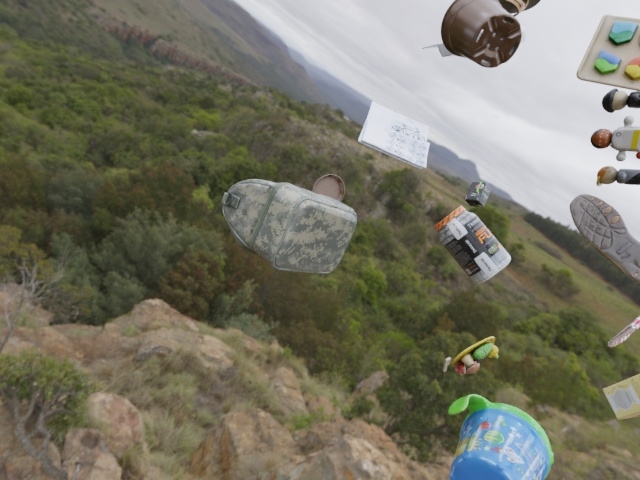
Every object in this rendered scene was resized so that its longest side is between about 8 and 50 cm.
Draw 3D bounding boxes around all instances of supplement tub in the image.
[{"bbox_3d":[0.657,0.015,1.992,0.316,0.193,0.193,52,20,8],"label":"supplement tub"}]

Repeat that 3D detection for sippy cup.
[{"bbox_3d":[0.439,0.565,1.145,0.305,0.240,0.224,28,22,29],"label":"sippy cup"}]

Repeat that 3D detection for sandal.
[{"bbox_3d":[0.528,-0.661,1.280,0.219,0.090,0.060,-12,74,-19],"label":"sandal"}]

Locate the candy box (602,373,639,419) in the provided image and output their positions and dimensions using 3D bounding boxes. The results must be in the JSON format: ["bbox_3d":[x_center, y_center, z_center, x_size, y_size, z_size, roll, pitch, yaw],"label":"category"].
[{"bbox_3d":[0.877,0.341,1.095,0.183,0.316,0.087,-3,58,-16],"label":"candy box"}]

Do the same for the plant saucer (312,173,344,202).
[{"bbox_3d":[0.031,-0.220,2.061,0.168,0.168,0.029,22,9,-35],"label":"plant saucer"}]

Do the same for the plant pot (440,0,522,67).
[{"bbox_3d":[0.412,-0.525,1.153,0.167,0.167,0.165,26,31,-27],"label":"plant pot"}]

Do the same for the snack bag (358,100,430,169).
[{"bbox_3d":[0.354,-0.492,2.091,0.323,0.037,0.342,23,49,-3],"label":"snack bag"}]

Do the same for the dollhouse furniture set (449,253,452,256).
[{"bbox_3d":[0.709,0.025,2.236,0.182,0.161,0.101,46,48,-36],"label":"dollhouse furniture set"}]

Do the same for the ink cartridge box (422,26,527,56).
[{"bbox_3d":[0.662,-0.839,1.951,0.330,0.071,0.324,1,19,44],"label":"ink cartridge box"}]

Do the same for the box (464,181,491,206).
[{"bbox_3d":[0.610,-0.179,1.763,0.052,0.083,0.062,36,-16,-37],"label":"box"}]

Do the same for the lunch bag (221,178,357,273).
[{"bbox_3d":[-0.086,-0.052,1.237,0.256,0.212,0.305,33,14,34],"label":"lunch bag"}]

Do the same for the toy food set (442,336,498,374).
[{"bbox_3d":[0.522,0.409,1.542,0.218,0.128,0.071,-22,54,-15],"label":"toy food set"}]

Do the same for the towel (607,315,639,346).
[{"bbox_3d":[0.892,0.217,1.250,0.029,0.197,0.144,51,-15,31],"label":"towel"}]

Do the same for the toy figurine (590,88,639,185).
[{"bbox_3d":[0.775,-0.255,1.144,0.148,0.209,0.213,16,-24,44],"label":"toy figurine"}]

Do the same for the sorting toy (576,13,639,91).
[{"bbox_3d":[0.843,-0.513,1.238,0.208,0.193,0.038,26,5,26],"label":"sorting toy"}]

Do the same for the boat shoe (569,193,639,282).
[{"bbox_3d":[0.974,0.000,1.534,0.355,0.132,0.130,58,13,19],"label":"boat shoe"}]
